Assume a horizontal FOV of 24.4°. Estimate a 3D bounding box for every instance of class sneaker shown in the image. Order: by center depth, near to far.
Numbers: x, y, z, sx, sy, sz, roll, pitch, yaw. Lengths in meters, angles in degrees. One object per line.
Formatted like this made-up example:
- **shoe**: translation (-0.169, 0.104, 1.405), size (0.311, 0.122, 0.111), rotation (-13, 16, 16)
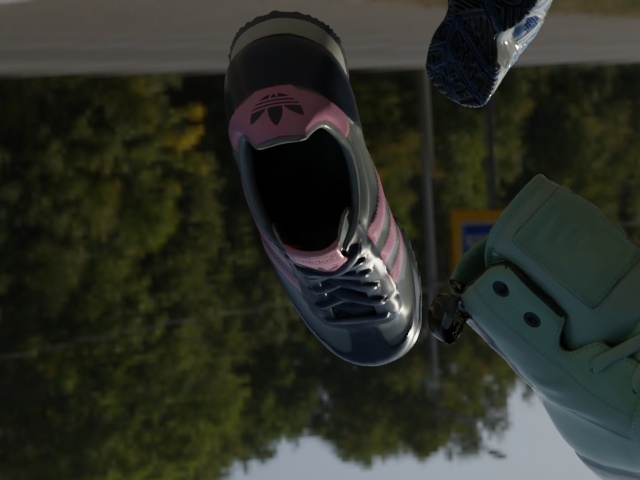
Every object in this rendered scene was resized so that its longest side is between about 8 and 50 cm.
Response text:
- **sneaker**: translation (0.141, 0.039, 0.602), size (0.094, 0.151, 0.256), rotation (-50, -165, -20)
- **sneaker**: translation (0.000, 0.000, 1.068), size (0.112, 0.319, 0.131), rotation (-14, -142, 12)
- **sneaker**: translation (0.137, -0.194, 1.113), size (0.081, 0.080, 0.211), rotation (-48, 170, -32)
